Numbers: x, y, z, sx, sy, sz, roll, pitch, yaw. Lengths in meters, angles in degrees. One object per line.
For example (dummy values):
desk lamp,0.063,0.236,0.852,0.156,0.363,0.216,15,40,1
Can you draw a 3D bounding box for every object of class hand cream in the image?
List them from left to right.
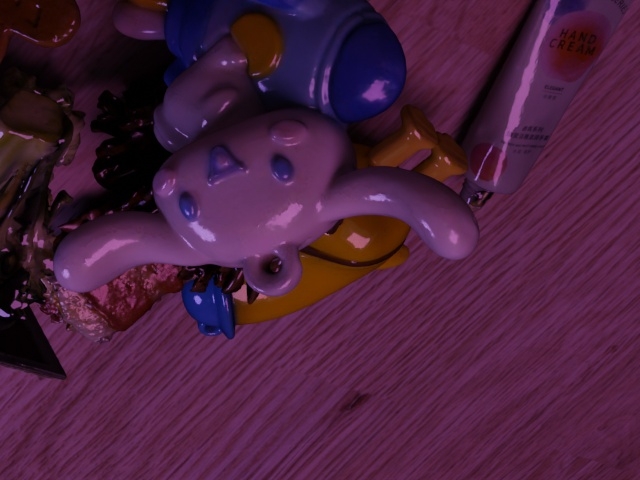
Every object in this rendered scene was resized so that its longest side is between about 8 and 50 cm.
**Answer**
hand cream,0.240,-0.170,2.135,0.124,0.078,0.340,7,127,-32

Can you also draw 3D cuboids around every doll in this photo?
doll,-0.057,-0.129,1.745,0.376,0.365,0.187,-2,163,-1
doll,0.000,0.000,2.139,0.363,0.145,0.199,-38,126,21

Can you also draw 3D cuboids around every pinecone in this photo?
pinecone,-0.095,-0.078,1.942,0.243,0.243,0.257,-35,99,12

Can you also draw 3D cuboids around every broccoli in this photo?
broccoli,-0.302,-0.052,1.831,0.263,0.247,0.243,-18,164,-40

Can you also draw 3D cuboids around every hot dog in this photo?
hot dog,-0.209,0.016,2.088,0.213,0.103,0.146,-30,121,-9

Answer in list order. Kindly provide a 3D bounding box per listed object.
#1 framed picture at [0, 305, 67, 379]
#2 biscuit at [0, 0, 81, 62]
framed picture,-0.404,0.037,1.897,0.296,0.232,0.019,20,114,-41
biscuit,-0.305,-0.219,1.710,0.301,0.197,0.049,-57,178,4
